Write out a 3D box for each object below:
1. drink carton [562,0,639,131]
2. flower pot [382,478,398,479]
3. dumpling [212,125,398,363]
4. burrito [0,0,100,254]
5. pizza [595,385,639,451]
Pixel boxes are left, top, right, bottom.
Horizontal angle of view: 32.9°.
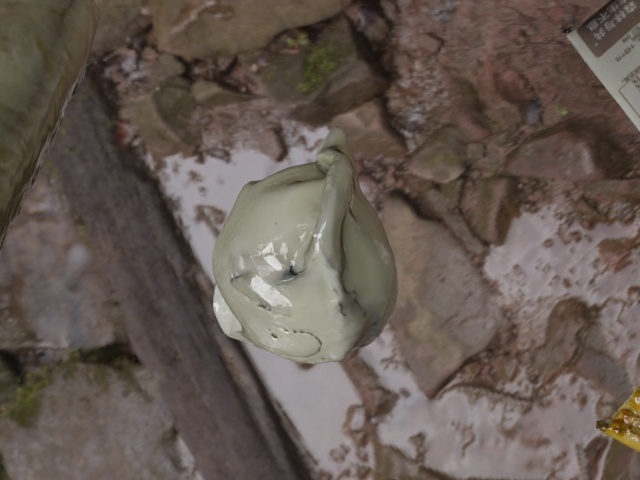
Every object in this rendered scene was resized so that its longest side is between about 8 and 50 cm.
[{"bbox_3d":[0.392,-0.100,1.019,0.132,0.194,0.324,-41,47,21],"label":"drink carton"},{"bbox_3d":[0.182,0.491,1.512,0.254,0.367,0.164,16,108,-8],"label":"flower pot"},{"bbox_3d":[0.000,0.000,1.102,0.187,0.243,0.318,28,151,-12],"label":"dumpling"},{"bbox_3d":[-0.231,-0.044,0.627,0.143,0.299,0.105,11,136,7],"label":"burrito"},{"bbox_3d":[0.345,0.143,0.977,0.178,0.041,0.131,10,101,21],"label":"pizza"}]
